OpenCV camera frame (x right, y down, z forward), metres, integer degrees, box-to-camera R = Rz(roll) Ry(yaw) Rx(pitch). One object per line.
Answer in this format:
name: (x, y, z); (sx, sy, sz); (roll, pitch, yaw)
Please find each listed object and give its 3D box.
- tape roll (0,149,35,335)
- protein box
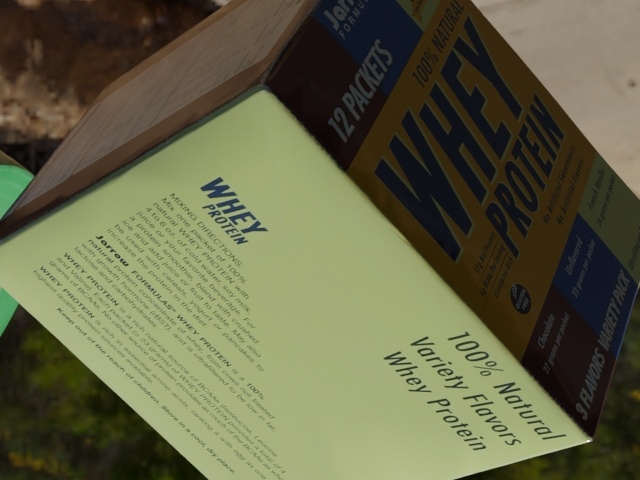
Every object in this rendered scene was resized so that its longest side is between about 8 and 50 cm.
tape roll: (-0.319, 0.061, 0.936); (0.077, 0.321, 0.321); (35, 154, 10)
protein box: (0.000, 0.000, 0.624); (0.201, 0.136, 0.200); (-25, 116, 42)
